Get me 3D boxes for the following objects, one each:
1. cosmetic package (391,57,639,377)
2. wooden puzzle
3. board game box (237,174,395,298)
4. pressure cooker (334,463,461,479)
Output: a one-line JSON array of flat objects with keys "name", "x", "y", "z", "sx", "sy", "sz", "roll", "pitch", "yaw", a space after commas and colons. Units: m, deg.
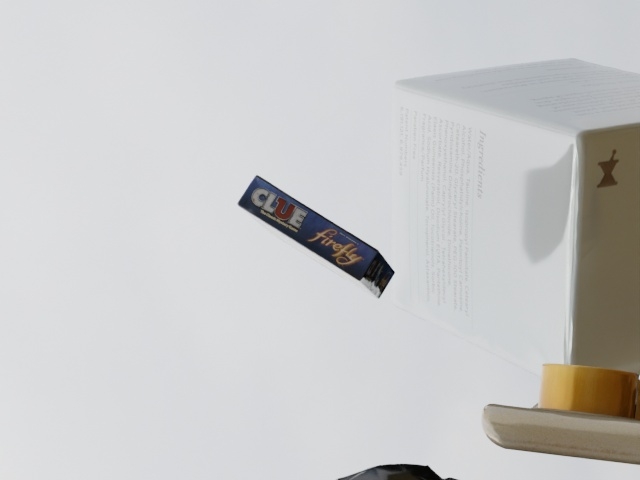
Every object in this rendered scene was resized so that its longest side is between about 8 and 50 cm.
[{"name": "cosmetic package", "x": 0.328, "y": -0.040, "z": 2.040, "sx": 0.329, "sy": 0.393, "sz": 0.327, "roll": -9, "pitch": -71, "yaw": -29}, {"name": "wooden puzzle", "x": 0.341, "y": 0.169, "z": 1.518, "sx": 0.348, "sy": 0.322, "sz": 0.080, "roll": 13, "pitch": -98, "yaw": -74}, {"name": "board game box", "x": 0.000, "y": 0.000, "z": 1.833, "sx": 0.042, "sy": 0.165, "sz": 0.243, "roll": -58, "pitch": -9, "yaw": -2}, {"name": "pressure cooker", "x": 0.083, "y": 0.469, "z": 1.432, "sx": 0.370, "sy": 0.375, "sz": 0.420, "roll": -116, "pitch": 44, "yaw": -57}]
